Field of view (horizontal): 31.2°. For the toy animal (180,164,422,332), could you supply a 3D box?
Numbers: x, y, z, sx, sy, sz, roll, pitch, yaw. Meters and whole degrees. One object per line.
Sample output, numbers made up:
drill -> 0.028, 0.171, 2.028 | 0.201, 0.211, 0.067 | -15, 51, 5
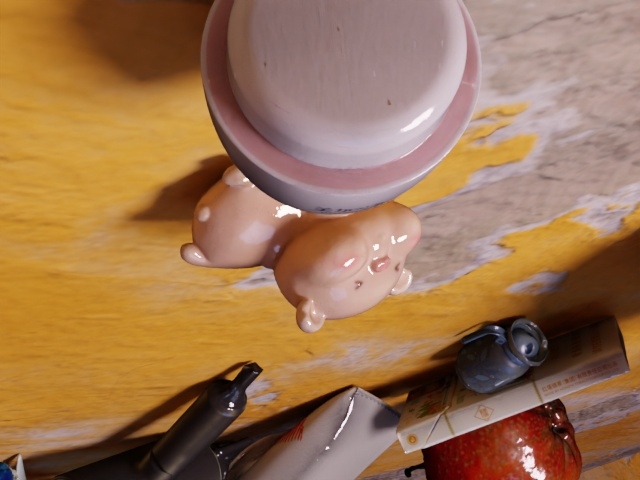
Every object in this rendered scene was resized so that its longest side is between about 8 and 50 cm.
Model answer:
toy animal -> 0.000, 0.000, 0.545 | 0.114, 0.082, 0.091 | -4, 156, -32

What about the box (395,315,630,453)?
box -> 0.183, 0.135, 1.092 | 0.220, 0.032, 0.122 | -23, -173, 15

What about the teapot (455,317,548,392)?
teapot -> 0.154, 0.097, 1.018 | 0.083, 0.063, 0.049 | -40, -173, 45

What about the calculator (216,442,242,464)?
calculator -> -0.150, 0.244, 1.195 | 0.153, 0.021, 0.095 | -25, 159, 22

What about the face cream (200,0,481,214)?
face cream -> 0.005, -0.053, 0.390 | 0.091, 0.091, 0.095 | -14, 168, -8

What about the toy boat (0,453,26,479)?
toy boat -> -0.272, 0.254, 0.967 | 0.291, 0.070, 0.210 | -57, 168, -58

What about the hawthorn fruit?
hawthorn fruit -> 0.173, 0.227, 1.220 | 0.194, 0.157, 0.157 | -21, 161, 24

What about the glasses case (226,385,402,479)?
glasses case -> -0.052, 0.252, 1.113 | 0.308, 0.083, 0.128 | -45, 144, -9

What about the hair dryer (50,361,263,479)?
hair dryer -> -0.098, 0.169, 0.969 | 0.196, 0.078, 0.248 | -14, 156, -48
